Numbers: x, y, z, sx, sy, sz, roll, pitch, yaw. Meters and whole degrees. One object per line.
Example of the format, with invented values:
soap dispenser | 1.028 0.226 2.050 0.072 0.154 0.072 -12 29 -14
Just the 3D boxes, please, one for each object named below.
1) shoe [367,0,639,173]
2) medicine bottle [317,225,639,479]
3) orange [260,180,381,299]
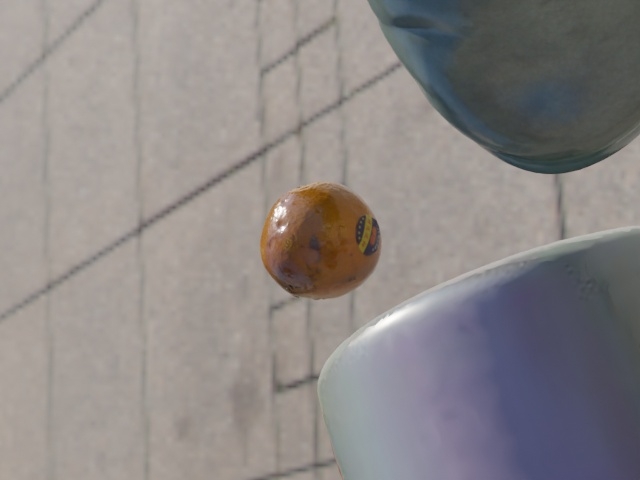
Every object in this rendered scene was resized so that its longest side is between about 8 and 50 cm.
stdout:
shoe | 0.039 -0.138 0.551 0.251 0.103 0.100 61 -177 -2
medicine bottle | 0.156 0.204 0.831 0.219 0.219 0.388 -45 60 53
orange | -0.001 0.000 1.157 0.083 0.084 0.083 -15 73 63
